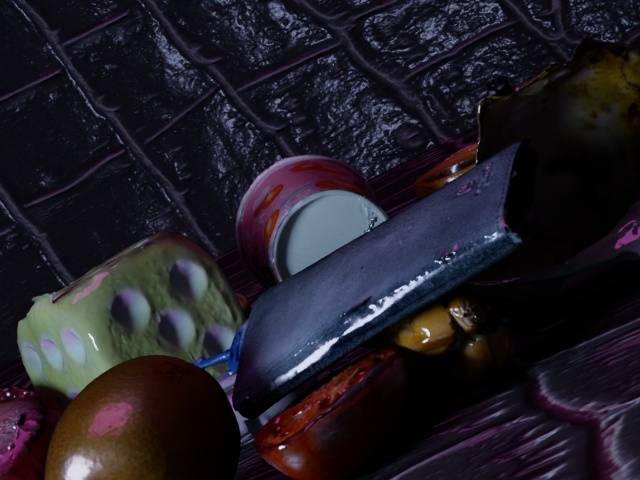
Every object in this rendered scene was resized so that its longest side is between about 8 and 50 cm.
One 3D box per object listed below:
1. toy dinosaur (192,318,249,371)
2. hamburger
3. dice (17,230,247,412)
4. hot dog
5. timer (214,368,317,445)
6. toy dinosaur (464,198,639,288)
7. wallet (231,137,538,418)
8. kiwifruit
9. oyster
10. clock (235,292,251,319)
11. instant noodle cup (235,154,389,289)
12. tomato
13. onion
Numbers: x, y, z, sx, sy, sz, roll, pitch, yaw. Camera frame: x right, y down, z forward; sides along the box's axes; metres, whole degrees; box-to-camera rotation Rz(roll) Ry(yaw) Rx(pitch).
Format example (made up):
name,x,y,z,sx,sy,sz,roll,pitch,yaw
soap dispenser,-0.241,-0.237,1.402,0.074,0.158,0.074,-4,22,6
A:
name,x,y,z,sx,sy,sz,roll,pitch,yaw
toy dinosaur,-0.062,0.118,1.756,0.144,0.076,0.329,-34,10,-16
hamburger,0.246,-0.089,2.354,0.182,0.118,0.191,-27,10,-8
dice,-0.268,0.147,2.135,0.250,0.254,0.252,-30,5,-37
hot dog,0.109,0.086,1.567,0.100,0.135,0.337,-64,14,-9
timer,-0.099,0.201,1.819,0.208,0.069,0.191,-26,8,3
toy dinosaur,0.339,-0.008,1.503,0.393,0.092,0.205,-29,6,15
wallet,0.059,0.036,1.495,0.379,0.046,0.191,-34,22,29
kiwifruit,-0.176,0.217,1.500,0.196,0.196,0.234,-26,16,25
oyster,0.252,-0.055,1.593,0.221,0.361,0.096,3,32,-8
clock,-0.174,0.136,2.421,0.232,0.069,0.170,-10,17,-2
instant noodle cup,0.000,0.000,2.277,0.243,0.243,0.231,-29,13,-4
tomato,0.026,0.178,1.436,0.174,0.082,0.166,-35,4,-12
onion,-0.441,0.308,2.027,0.248,0.161,0.248,-35,31,25
